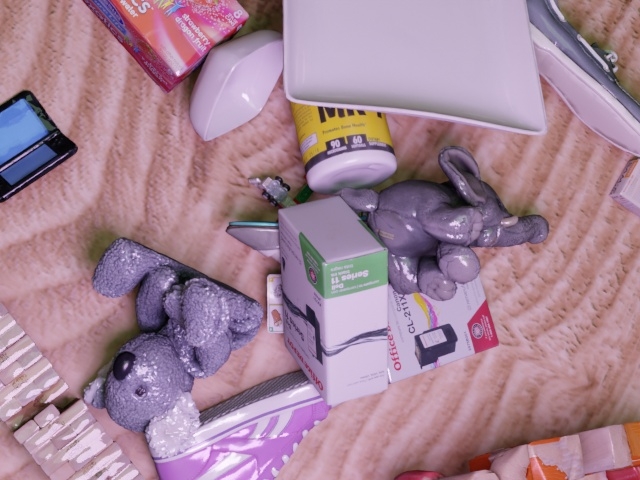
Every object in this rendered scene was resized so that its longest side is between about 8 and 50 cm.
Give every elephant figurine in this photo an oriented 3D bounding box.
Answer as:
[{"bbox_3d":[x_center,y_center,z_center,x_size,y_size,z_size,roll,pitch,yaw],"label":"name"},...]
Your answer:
[{"bbox_3d":[0.171,-0.033,1.648,0.239,0.169,0.186,-43,123,-50],"label":"elephant figurine"}]

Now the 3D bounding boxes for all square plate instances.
[{"bbox_3d":[0.109,-0.288,1.638,0.347,0.049,0.344,6,60,-16],"label":"square plate"}]

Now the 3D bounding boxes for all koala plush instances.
[{"bbox_3d":[-0.190,0.142,1.561,0.196,0.203,0.221,25,88,28],"label":"koala plush"}]

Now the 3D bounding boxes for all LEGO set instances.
[{"bbox_3d":[0.000,0.000,1.697,0.183,0.060,0.244,0,87,-26],"label":"LEGO set"}]

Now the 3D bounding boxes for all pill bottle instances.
[{"bbox_3d":[0.021,-0.175,1.649,0.119,0.119,0.208,-8,72,-15],"label":"pill bottle"}]

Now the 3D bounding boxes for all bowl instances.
[{"bbox_3d":[-0.110,-0.207,1.616,0.053,0.142,0.142,40,39,13],"label":"bowl"}]

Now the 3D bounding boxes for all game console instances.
[{"bbox_3d":[-0.384,-0.119,1.586,0.122,0.107,0.071,-37,123,-13],"label":"game console"}]

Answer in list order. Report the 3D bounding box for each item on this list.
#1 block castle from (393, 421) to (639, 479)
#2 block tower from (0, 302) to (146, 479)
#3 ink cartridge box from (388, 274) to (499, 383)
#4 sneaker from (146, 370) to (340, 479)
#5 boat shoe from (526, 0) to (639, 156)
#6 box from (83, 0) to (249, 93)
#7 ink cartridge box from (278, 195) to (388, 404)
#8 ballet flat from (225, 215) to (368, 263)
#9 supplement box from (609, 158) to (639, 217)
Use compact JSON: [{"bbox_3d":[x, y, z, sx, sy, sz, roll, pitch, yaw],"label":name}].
[{"bbox_3d":[0.310,0.405,1.618,0.453,0.213,0.303,-4,77,-32],"label":"block castle"},{"bbox_3d":[-0.344,0.208,1.559,0.091,0.097,0.335,-39,94,-14],"label":"block tower"},{"bbox_3d":[0.133,0.108,1.681,0.175,0.072,0.127,-17,91,-25],"label":"ink cartridge box"},{"bbox_3d":[-0.064,0.271,1.628,0.282,0.102,0.161,-23,96,-5],"label":"sneaker"},{"bbox_3d":[0.373,-0.245,1.761,0.319,0.116,0.099,42,78,-2],"label":"boat shoe"},{"bbox_3d":[-0.228,-0.330,1.611,0.128,0.122,0.257,-42,96,-14],"label":"box"},{"bbox_3d":[0.016,0.074,1.551,0.087,0.153,0.208,-14,121,-19],"label":"ink cartridge box"},{"bbox_3d":[-0.017,0.005,1.622,0.213,0.072,0.068,-3,92,-23],"label":"ballet flat"},{"bbox_3d":[0.472,-0.064,1.811,0.098,0.036,0.062,34,79,-10],"label":"supplement box"}]
